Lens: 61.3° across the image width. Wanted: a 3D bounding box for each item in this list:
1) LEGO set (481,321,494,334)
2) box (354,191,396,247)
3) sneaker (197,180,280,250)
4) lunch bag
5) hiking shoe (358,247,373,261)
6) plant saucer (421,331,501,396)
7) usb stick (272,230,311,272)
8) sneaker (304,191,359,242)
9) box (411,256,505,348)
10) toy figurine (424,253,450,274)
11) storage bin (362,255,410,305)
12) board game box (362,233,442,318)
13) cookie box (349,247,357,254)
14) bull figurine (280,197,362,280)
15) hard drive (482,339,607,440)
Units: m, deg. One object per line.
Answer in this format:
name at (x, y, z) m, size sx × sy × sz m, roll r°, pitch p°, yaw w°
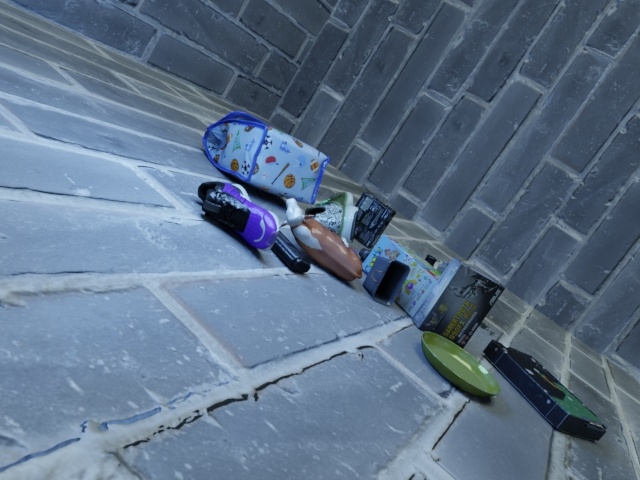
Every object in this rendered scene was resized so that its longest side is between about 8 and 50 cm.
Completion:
LEGO set at (0.636, 0.335, 2.090) m, size 0.054 × 0.023 × 0.083 m, roll 23°, pitch 29°, yaw -28°
box at (0.196, -0.083, 2.213) m, size 0.147 × 0.180 × 0.077 m, roll 36°, pitch 15°, yaw 15°
sneaker at (-0.225, -0.068, 1.368) m, size 0.146 × 0.102 × 0.293 m, roll 14°, pitch 18°, yaw -44°
lunch bag at (-0.215, -0.310, 1.986) m, size 0.328 × 0.239 × 0.385 m, roll 20°, pitch 2°, yaw -42°
hiking shoe at (0.231, 0.048, 1.958) m, size 0.227 × 0.114 × 0.086 m, roll 20°, pitch 18°, yaw -45°
plant saucer at (0.354, 0.327, 1.401) m, size 0.241 × 0.037 × 0.241 m, roll 31°, pitch 14°, yaw -8°
usb stick at (-0.122, -0.005, 1.472) m, size 0.278 × 0.045 × 0.077 m, roll 43°, pitch 8°, yaw 39°
sneaker at (0.030, -0.115, 2.069) m, size 0.182 × 0.158 × 0.410 m, roll 12°, pitch 12°, yaw -9°
box at (0.410, 0.188, 1.606) m, size 0.183 × 0.231 × 0.056 m, roll 28°, pitch 10°, yaw -23°
toy figurine at (0.471, 0.167, 2.055) m, size 0.209 × 0.148 × 0.213 m, roll 36°, pitch 14°, yaw 39°
storage bin at (0.183, 0.110, 1.610) m, size 0.098 × 0.135 × 0.091 m, roll 24°, pitch 4°, yaw -33°
board game box at (0.287, 0.122, 1.753) m, size 0.142 × 0.144 × 0.275 m, roll 21°, pitch 19°, yaw -45°
cookie box at (0.066, 0.036, 1.777) m, size 0.107 × 0.040 × 0.092 m, roll 32°, pitch 13°, yaw -4°
bull figurine at (0.000, 0.000, 1.573) m, size 0.310 × 0.101 × 0.188 m, roll 45°, pitch 10°, yaw -10°
hard drive at (0.677, 0.452, 1.648) m, size 0.237 × 0.064 × 0.339 m, roll 24°, pitch 15°, yaw -34°
